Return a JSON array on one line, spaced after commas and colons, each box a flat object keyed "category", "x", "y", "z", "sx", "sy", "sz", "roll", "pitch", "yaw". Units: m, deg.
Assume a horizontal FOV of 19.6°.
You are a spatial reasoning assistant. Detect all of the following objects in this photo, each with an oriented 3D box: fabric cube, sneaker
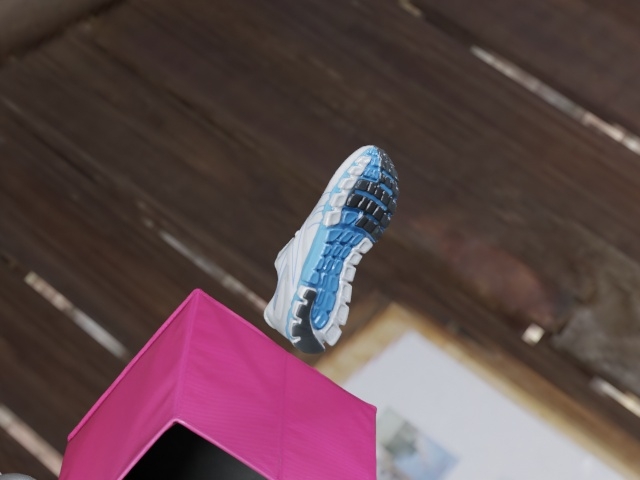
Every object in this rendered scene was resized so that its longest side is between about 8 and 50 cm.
[{"category": "fabric cube", "x": -0.110, "y": 0.260, "z": 1.915, "sx": 0.254, "sy": 0.259, "sz": 0.258, "roll": -50, "pitch": -164, "yaw": 21}, {"category": "sneaker", "x": 0.000, "y": 0.000, "z": 1.628, "sx": 0.071, "sy": 0.083, "sz": 0.190, "roll": 29, "pitch": 85, "yaw": -38}]

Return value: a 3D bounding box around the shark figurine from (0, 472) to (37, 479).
[{"category": "shark figurine", "x": -0.291, "y": 0.225, "z": 1.481, "sx": 0.278, "sy": 0.116, "sz": 0.166, "roll": -35, "pitch": 164, "yaw": 33}]
